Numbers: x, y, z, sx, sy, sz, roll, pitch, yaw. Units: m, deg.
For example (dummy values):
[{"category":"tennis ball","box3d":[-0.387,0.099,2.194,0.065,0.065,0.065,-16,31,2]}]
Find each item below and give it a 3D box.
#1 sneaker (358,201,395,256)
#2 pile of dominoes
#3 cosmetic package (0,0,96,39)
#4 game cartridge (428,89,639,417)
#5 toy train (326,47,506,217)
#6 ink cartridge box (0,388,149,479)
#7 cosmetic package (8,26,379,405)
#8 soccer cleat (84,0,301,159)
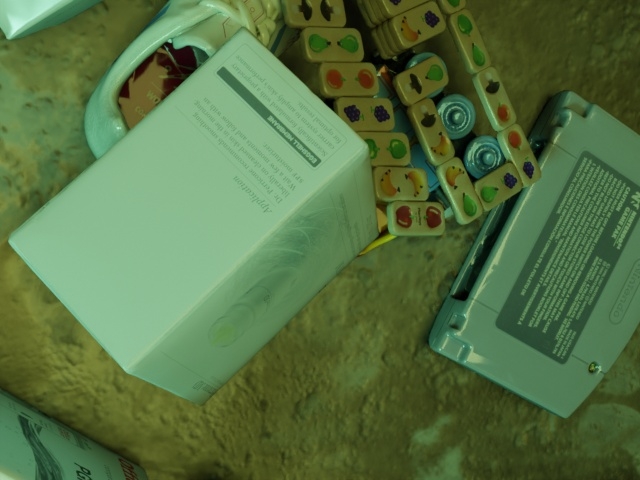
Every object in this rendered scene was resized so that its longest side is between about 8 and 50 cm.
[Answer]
[{"category":"sneaker","box3d":[0.000,0.000,0.866,0.175,0.067,0.064,-28,106,-13]},{"category":"pile of dominoes","box3d":[0.094,-0.132,0.802,0.196,0.040,0.251,-31,99,-34]},{"category":"cosmetic package","box3d":[-0.229,-0.355,0.673,0.197,0.155,0.365,-29,104,9]},{"category":"game cartridge","box3d":[0.257,0.022,0.968,0.198,0.062,0.297,30,85,-24]},{"category":"toy train","box3d":[0.094,-0.099,0.885,0.105,0.080,0.184,-40,107,-4]},{"category":"ink cartridge box","box3d":[-0.265,0.193,0.717,0.283,0.207,0.117,35,85,-20]},{"category":"cosmetic package","box3d":[-0.079,-0.002,0.731,0.225,0.224,0.138,-43,75,-6]},{"category":"soccer cleat","box3d":[-0.067,-0.184,0.781,0.116,0.143,0.331,40,82,-19]}]
